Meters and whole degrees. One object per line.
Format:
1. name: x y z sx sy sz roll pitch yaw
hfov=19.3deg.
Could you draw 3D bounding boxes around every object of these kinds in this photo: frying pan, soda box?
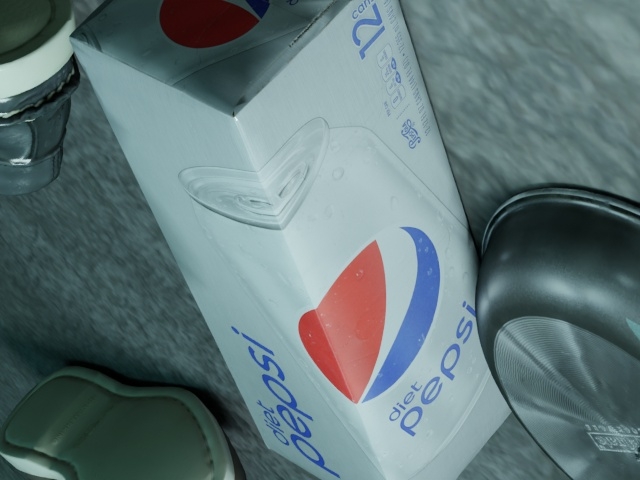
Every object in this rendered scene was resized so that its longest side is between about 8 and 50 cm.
1. frying pan: 0.157 0.109 0.797 0.197 0.053 0.326 22 146 45
2. soda box: 0.000 0.000 0.802 0.098 0.091 0.286 27 153 35

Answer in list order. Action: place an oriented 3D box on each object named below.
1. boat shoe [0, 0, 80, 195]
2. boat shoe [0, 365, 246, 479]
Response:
1. boat shoe: -0.257 -0.115 0.995 0.340 0.127 0.113 20 138 27
2. boat shoe: -0.122 0.167 1.291 0.097 0.116 0.324 49 162 -24
